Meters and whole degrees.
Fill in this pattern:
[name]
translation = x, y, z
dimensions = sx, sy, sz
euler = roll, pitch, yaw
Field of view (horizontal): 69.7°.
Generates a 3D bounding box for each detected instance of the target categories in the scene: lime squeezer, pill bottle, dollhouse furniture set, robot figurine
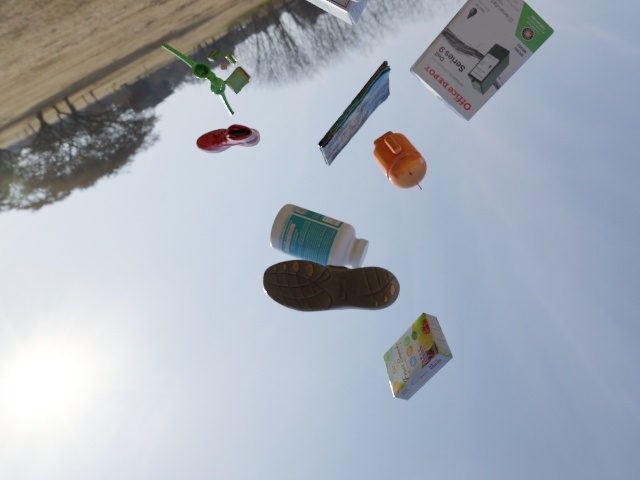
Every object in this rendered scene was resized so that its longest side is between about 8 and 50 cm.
[lime squeezer]
translation = -0.370, -0.530, 1.492
dimensions = 0.059, 0.310, 0.110
euler = -49, -146, -1
[pill bottle]
translation = 0.000, 0.000, 1.307
dimensions = 0.264, 0.146, 0.146
euler = 20, -137, 13
[dollhouse furniture set]
translation = -0.287, -0.545, 1.474
dimensions = 0.076, 0.152, 0.059
euler = -50, -145, -4
[robot figurine]
translation = 0.247, -0.246, 1.427
dimensions = 0.128, 0.158, 0.219
euler = -8, -132, -23

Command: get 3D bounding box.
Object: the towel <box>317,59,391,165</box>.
[towel]
translation = 0.130, -0.446, 1.673
dimensions = 0.370, 0.040, 0.271
euler = -51, 171, 1

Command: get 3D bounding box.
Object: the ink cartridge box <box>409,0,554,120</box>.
[ink cartridge box]
translation = 0.408, -0.490, 1.200
dimensions = 0.289, 0.211, 0.121
euler = -48, -171, 21

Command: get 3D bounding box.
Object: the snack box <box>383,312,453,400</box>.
[snack box]
translation = 0.181, 0.221, 0.876
dimensions = 0.141, 0.037, 0.100
euler = -56, -156, 30

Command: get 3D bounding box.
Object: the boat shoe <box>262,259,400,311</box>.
[boat shoe]
translation = 0.024, 0.113, 1.080
dimensions = 0.325, 0.122, 0.116
euler = 6, 173, 15

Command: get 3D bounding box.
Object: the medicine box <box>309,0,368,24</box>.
[medicine box]
translation = 0.054, -0.864, 1.390
dimensions = 0.289, 0.264, 0.149
euler = -60, 173, 15

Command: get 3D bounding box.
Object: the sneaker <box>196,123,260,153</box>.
[sneaker]
translation = -0.320, -0.347, 1.510
dimensions = 0.222, 0.086, 0.128
euler = -10, 177, 7
